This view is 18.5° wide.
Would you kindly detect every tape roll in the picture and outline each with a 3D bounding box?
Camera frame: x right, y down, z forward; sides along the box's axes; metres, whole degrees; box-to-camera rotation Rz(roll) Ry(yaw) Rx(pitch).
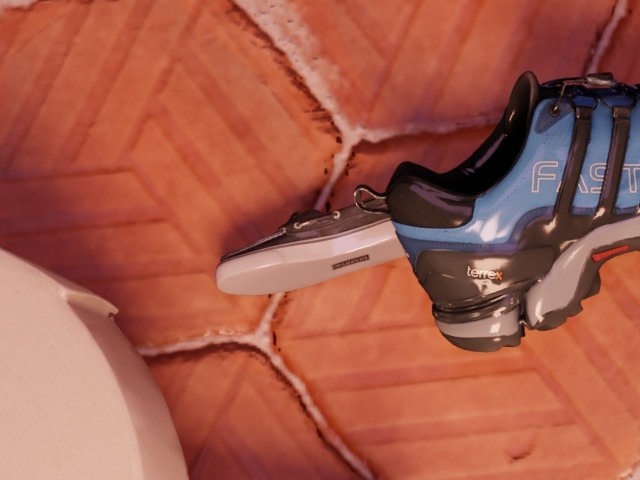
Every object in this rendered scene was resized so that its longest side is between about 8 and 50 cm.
[{"bbox_3d":[-0.259,0.181,1.141,0.392,0.072,0.392,-6,74,21],"label":"tape roll"}]

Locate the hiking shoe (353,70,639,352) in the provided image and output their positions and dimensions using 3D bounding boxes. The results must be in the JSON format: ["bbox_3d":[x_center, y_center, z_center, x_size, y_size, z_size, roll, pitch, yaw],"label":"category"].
[{"bbox_3d":[0.180,-0.058,1.197,0.304,0.113,0.132,-34,107,-6],"label":"hiking shoe"}]

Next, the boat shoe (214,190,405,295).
[{"bbox_3d":[0.000,0.000,1.247,0.142,0.049,0.040,-14,66,-5],"label":"boat shoe"}]
